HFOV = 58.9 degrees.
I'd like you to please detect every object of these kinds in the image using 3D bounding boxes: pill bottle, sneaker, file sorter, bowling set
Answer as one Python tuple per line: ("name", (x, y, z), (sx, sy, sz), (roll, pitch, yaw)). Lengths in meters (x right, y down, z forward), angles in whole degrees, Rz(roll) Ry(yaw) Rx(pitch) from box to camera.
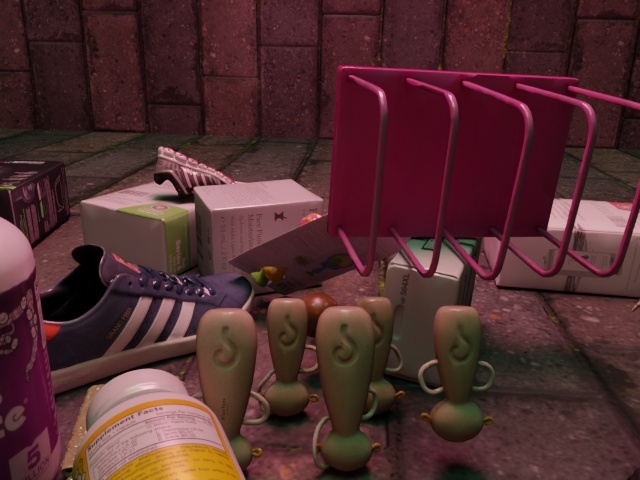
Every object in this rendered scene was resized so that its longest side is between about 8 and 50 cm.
("pill bottle", (-0.311, 0.077, 0.448), (0.169, 0.301, 0.169), (1, 19, 0))
("sneaker", (-0.219, -0.099, 1.005), (0.170, 0.075, 0.063), (24, 1, -9))
("file sorter", (0.171, -0.071, 0.619), (0.290, 0.202, 0.182), (0, 22, -10))
("bowling set", (0.020, 0.138, 0.597), (0.287, 0.154, 0.200), (0, 0, 1))
("pill bottle", (-0.114, 0.186, 0.409), (0.117, 0.117, 0.208), (-8, 25, -25))
("sneaker", (-0.230, 0.069, 0.718), (0.131, 0.148, 0.350), (18, 25, 41))

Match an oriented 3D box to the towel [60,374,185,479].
("towel", (-0.190, 0.186, 0.564), (0.110, 0.027, 0.148), (-4, 21, -13))

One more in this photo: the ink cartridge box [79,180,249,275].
("ink cartridge box", (-0.277, -0.039, 1.082), (0.198, 0.115, 0.273), (11, 21, 25))

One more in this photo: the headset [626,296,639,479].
("headset", (0.316, 0.180, 0.370), (0.243, 0.185, 0.394), (3, 30, 3))

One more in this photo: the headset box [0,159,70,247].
("headset box", (-0.669, -0.066, 1.112), (0.246, 0.131, 0.283), (0, 19, -3))

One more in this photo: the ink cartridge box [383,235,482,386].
("ink cartridge box", (0.146, 0.071, 0.736), (0.086, 0.148, 0.203), (12, 22, 19))

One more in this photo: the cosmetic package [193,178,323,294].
("cosmetic package", (-0.105, -0.008, 0.947), (0.183, 0.151, 0.151), (-7, 21, -21))

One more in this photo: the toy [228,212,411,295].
("toy", (0.000, 0.000, 0.815), (0.237, 0.137, 0.056), (-27, 50, 24))

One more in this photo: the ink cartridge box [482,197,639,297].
("ink cartridge box", (0.444, 0.002, 1.003), (0.283, 0.117, 0.207), (4, 19, 7))
